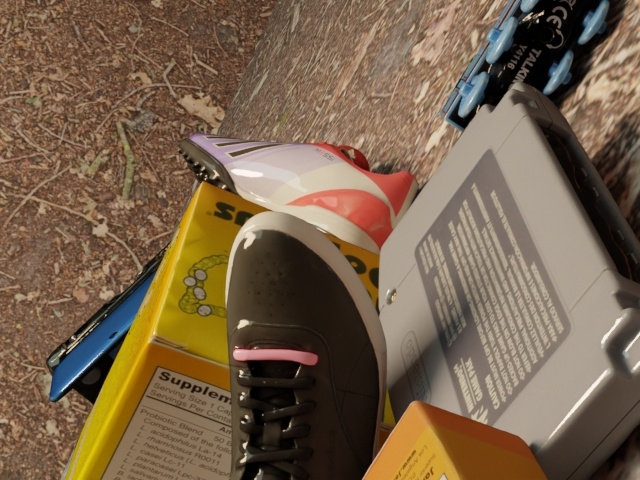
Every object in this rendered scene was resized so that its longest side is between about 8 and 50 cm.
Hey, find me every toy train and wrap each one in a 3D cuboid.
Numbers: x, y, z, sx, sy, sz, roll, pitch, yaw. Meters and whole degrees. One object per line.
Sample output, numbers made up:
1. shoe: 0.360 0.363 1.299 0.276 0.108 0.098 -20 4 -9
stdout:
1. toy train: 0.170 -0.155 0.978 0.184 0.080 0.105 -60 7 10

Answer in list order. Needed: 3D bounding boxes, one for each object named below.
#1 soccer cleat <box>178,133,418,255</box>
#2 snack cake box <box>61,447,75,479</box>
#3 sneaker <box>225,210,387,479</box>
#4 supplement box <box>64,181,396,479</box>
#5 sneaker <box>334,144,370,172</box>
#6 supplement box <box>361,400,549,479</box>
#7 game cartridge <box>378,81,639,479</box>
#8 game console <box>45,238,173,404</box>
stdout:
1. soccer cleat: -0.030 -0.064 1.271 0.318 0.108 0.116 27 70 43
2. snack cake box: -0.193 0.236 1.412 0.264 0.152 0.089 -53 15 33
3. sneaker: -0.023 0.137 0.742 0.147 0.104 0.296 -53 -39 -59
4. supplement box: -0.092 0.164 0.994 0.195 0.194 0.356 -81 17 -51
5. sneaker: 0.000 0.000 1.373 0.221 0.087 0.128 -62 -4 0
6. supplement box: 0.087 0.173 0.519 0.080 0.078 0.233 -60 25 16
7. game cartridge: 0.115 0.045 0.744 0.198 0.062 0.297 -60 22 28
8. game console: -0.190 0.118 1.484 0.293 0.250 0.173 -44 43 -4
